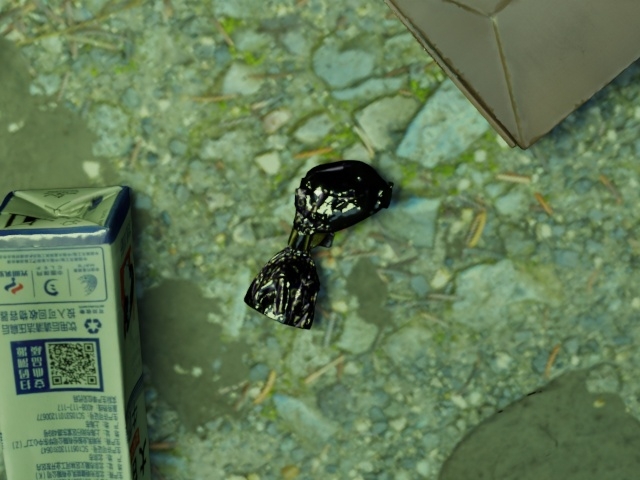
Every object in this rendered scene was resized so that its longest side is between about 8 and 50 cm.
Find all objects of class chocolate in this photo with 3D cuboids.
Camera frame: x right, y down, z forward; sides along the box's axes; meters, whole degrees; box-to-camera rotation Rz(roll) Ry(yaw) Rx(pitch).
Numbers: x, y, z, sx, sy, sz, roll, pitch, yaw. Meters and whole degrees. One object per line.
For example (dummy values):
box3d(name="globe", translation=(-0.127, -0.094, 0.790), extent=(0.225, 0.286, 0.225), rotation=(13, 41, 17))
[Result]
box3d(name="chocolate", translation=(-0.003, -0.001, 1.346), extent=(0.072, 0.070, 0.147), rotation=(32, 95, 2))

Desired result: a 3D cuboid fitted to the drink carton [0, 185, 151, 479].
box3d(name="drink carton", translation=(-0.201, 0.122, 1.342), extent=(0.106, 0.130, 0.315), rotation=(-1, 108, 2))

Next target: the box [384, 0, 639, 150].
box3d(name="box", translation=(0.163, -0.211, 1.259), extent=(0.215, 0.086, 0.215), rotation=(-40, 102, 11))
